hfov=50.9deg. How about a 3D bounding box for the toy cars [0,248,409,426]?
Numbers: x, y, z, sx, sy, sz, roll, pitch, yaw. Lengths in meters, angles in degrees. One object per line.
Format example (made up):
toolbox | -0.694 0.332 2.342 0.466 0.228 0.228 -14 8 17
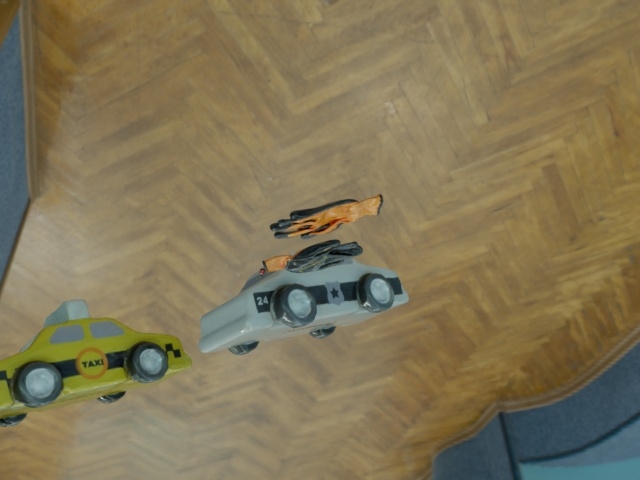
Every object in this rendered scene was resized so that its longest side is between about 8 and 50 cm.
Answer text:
toy cars | -0.118 0.071 0.593 0.394 0.087 0.176 -17 167 -2

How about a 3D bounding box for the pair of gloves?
pair of gloves | 0.000 0.000 0.438 0.074 0.010 0.083 -12 153 -19
